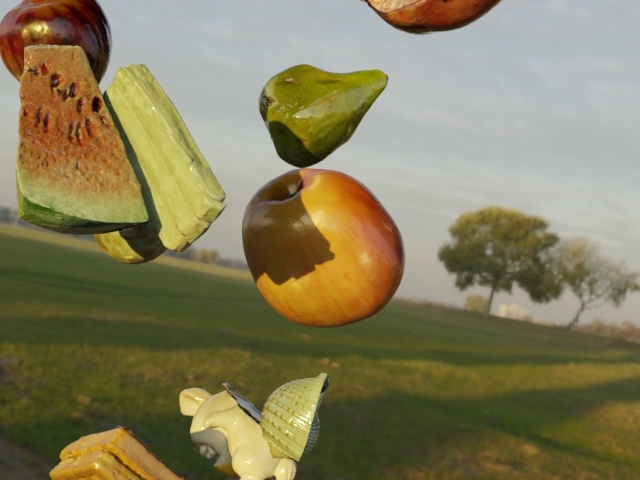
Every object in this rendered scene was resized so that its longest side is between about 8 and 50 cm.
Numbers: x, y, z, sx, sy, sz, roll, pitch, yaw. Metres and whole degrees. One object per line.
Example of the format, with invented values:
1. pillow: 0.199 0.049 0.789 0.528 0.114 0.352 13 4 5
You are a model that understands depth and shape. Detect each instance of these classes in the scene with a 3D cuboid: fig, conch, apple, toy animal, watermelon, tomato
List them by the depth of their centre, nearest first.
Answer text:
1. conch: -0.025 0.157 0.812 0.056 0.085 0.076 12 -3 -2
2. tomato: 0.149 -0.290 0.928 0.225 0.225 0.085 8 -32 51
3. watermelon: -0.293 -0.123 1.011 0.094 0.241 0.154 -22 -20 33
4. conch: -0.238 -0.023 1.187 0.106 0.116 0.173 32 -34 -30
5. fig: -0.352 -0.252 1.231 0.148 0.202 0.149 -22 -1 13
6. apple: 0.000 0.000 1.357 0.242 0.242 0.241 9 -37 38
7. fig: 0.018 -0.274 1.848 0.275 0.206 0.206 -21 -3 -1
8. toy animal: -0.174 0.403 1.882 0.208 0.154 0.325 33 -1 -27

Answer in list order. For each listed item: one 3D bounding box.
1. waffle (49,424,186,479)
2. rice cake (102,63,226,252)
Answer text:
1. waffle: -0.316 0.480 1.638 0.328 0.098 0.224 48 -40 -18
2. rice cake: -0.188 -0.093 1.037 0.038 0.211 0.124 -19 -15 -45
